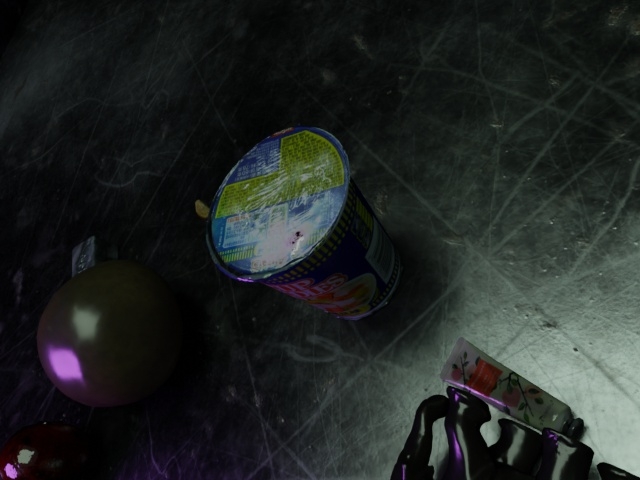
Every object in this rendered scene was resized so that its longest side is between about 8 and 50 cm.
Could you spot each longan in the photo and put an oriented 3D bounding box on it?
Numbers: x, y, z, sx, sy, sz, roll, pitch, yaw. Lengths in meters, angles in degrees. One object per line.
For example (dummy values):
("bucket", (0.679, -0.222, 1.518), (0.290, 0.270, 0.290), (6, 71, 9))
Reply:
("longan", (-0.450, 0.197, 1.236), (0.319, 0.319, 0.319), (-15, 59, 26))

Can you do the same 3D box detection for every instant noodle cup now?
("instant noodle cup", (0.000, 0.000, 1.024), (0.284, 0.312, 0.284), (-16, 57, 26))

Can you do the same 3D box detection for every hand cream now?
("hand cream", (0.293, 0.234, 0.890), (0.234, 0.050, 0.080), (26, 85, 45))

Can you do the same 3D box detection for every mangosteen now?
("mangosteen", (-0.601, 0.497, 1.241), (0.200, 0.200, 0.200), (-15, 59, 26))

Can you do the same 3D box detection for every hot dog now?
("hot dog", (-0.290, -0.069, 1.430), (0.034, 0.030, 0.090), (-52, 50, 0))

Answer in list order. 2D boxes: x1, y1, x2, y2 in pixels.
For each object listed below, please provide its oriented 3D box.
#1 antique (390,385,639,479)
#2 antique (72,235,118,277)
("antique", (0.239, 0.365, 0.761), (0.322, 0.185, 0.255), (21, 77, 35))
("antique", (-0.596, 0.092, 1.505), (0.088, 0.086, 0.183), (-29, 53, 18))
